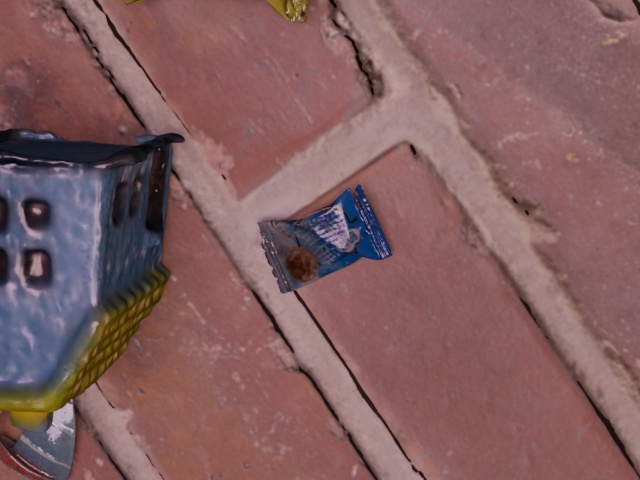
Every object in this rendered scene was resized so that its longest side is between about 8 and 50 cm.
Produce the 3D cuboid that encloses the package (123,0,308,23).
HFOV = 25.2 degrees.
[{"bbox_3d":[-0.106,-0.316,1.474,0.226,0.090,0.168,6,99,12],"label":"package"}]

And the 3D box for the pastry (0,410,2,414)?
[{"bbox_3d":[-0.475,0.165,1.574,0.258,0.089,0.121,28,104,-32],"label":"pastry"}]

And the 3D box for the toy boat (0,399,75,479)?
[{"bbox_3d":[-0.308,0.218,1.632,0.096,0.034,0.122,37,102,-3],"label":"toy boat"}]

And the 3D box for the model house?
[{"bbox_3d":[-0.279,0.032,1.490,0.216,0.237,0.303,8,101,9],"label":"model house"}]

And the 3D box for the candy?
[{"bbox_3d":[0.000,-0.001,1.539,0.136,0.038,0.088,-19,109,20],"label":"candy"}]
